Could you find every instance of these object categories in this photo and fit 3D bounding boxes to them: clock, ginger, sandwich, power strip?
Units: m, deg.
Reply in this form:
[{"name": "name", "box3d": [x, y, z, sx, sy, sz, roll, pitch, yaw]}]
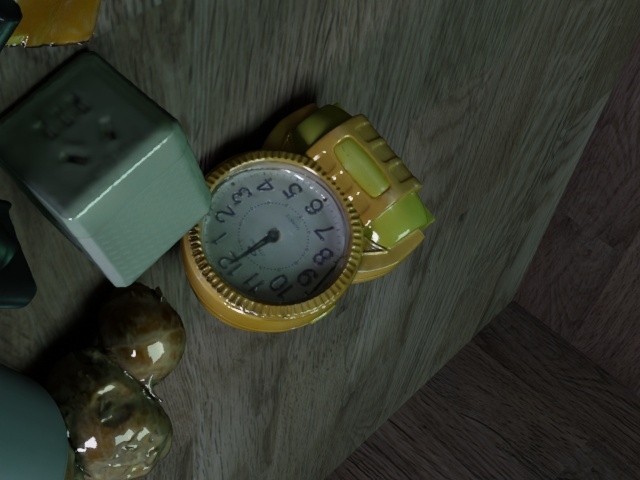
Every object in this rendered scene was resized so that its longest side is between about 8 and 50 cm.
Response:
[{"name": "clock", "box3d": [-0.034, -0.013, 1.181, 0.317, 0.244, 0.200, -37, 170, -24]}, {"name": "ginger", "box3d": [-0.319, 0.226, 1.107, 0.375, 0.176, 0.256, -33, 135, -33]}, {"name": "sandwich", "box3d": [-0.217, -0.234, 0.678, 0.113, 0.079, 0.163, -21, 145, -52]}, {"name": "power strip", "box3d": [-0.206, -0.053, 0.907, 0.139, 0.140, 0.224, -45, 159, -15]}]

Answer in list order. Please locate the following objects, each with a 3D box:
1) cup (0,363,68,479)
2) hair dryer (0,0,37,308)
[{"name": "cup", "box3d": [-0.390, 0.178, 0.831, 0.205, 0.205, 0.312, -46, 157, -11]}, {"name": "hair dryer", "box3d": [-0.282, -0.062, 0.695, 0.302, 0.116, 0.244, -46, 156, 21]}]
